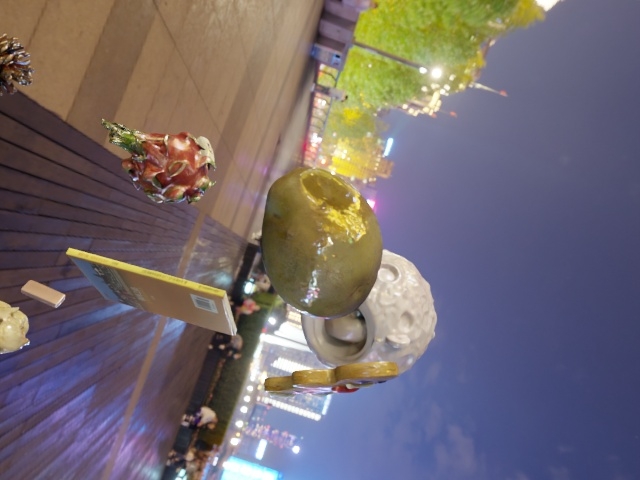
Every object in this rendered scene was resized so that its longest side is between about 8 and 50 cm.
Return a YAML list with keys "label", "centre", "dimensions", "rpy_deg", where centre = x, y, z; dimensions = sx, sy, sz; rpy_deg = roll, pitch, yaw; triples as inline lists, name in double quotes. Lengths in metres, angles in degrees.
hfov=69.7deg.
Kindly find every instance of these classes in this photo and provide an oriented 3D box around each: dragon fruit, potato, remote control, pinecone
- label: "dragon fruit"
  centre: [-0.299, -0.149, 0.838]
  dimensions: [0.137, 0.236, 0.135]
  rpy_deg: [8, -104, 45]
- label: "potato"
  centre: [0.000, 0.000, 0.689]
  dimensions: [0.160, 0.235, 0.178]
  rpy_deg: [-29, 172, 41]
- label: "remote control"
  centre: [-0.394, -0.193, 1.269]
  dimensions: [0.230, 0.049, 0.090]
  rpy_deg: [-32, -121, 19]
- label: "pinecone"
  centre: [-0.879, -0.482, 1.239]
  dimensions: [0.179, 0.195, 0.150]
  rpy_deg: [-64, -175, -16]

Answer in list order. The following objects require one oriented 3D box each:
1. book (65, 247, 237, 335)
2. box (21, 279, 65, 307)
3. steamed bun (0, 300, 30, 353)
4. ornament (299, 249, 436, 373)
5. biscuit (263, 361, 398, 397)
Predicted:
- label: "book"
  centre: [-0.393, 0.134, 1.119]
  dimensions: [0.262, 0.374, 0.028]
  rpy_deg: [98, 9, -61]
- label: "box"
  centre: [-0.841, 0.163, 1.394]
  dimensions: [0.025, 0.115, 0.048]
  rpy_deg: [-58, -170, 40]
- label: "steamed bun"
  centre: [-0.814, 0.181, 1.021]
  dimensions: [0.295, 0.293, 0.136]
  rpy_deg: [-71, 165, -78]
- label: "ornament"
  centre: [0.123, 0.183, 1.156]
  dimensions: [0.337, 0.338, 0.336]
  rpy_deg: [-161, -90, -87]
- label: "biscuit"
  centre: [0.021, 0.211, 0.682]
  dimensions: [0.240, 0.158, 0.035]
  rpy_deg: [-32, -123, 52]
